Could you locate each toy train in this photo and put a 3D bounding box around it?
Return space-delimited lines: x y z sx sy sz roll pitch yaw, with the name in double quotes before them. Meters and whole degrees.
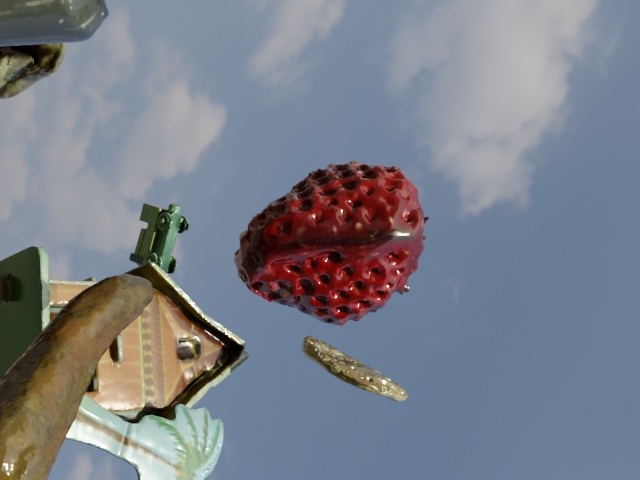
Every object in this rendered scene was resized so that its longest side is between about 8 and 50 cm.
"toy train" -0.249 -0.001 1.222 0.081 0.050 0.122 18 -87 37

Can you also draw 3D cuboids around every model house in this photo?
"model house" -0.272 0.207 0.971 0.300 0.324 0.340 -20 -109 41

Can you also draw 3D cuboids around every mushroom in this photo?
"mushroom" -0.577 -0.376 1.494 0.218 0.212 0.291 -4 -117 -10

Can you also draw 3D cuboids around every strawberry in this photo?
"strawberry" 0.000 0.000 1.446 0.317 0.345 0.295 -32 -118 50

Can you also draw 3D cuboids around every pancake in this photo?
"pancake" 0.041 0.165 1.016 0.152 0.152 0.025 27 -93 43

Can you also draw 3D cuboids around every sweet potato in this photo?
"sweet potato" -0.218 0.113 0.659 0.075 0.075 0.273 -21 -150 30

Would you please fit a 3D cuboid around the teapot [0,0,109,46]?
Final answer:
"teapot" -0.507 -0.392 1.132 0.344 0.253 0.300 -20 -96 -9
